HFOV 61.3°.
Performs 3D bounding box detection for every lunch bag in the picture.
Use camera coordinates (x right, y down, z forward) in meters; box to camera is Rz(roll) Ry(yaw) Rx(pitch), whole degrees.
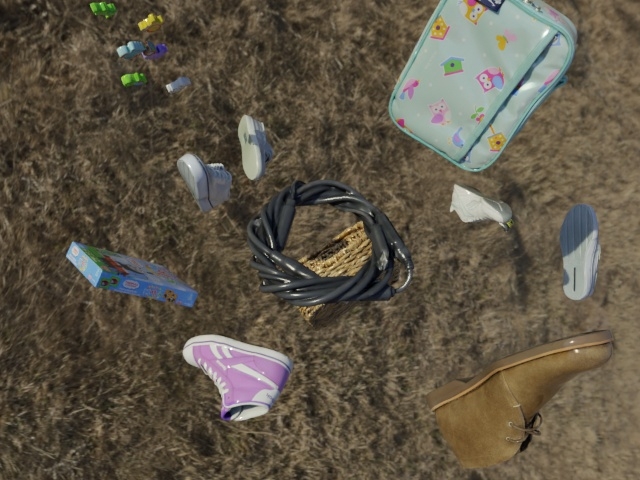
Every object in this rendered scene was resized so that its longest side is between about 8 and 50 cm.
[{"bbox_3d":[0.257,-0.263,0.863,0.224,0.279,0.108,37,40,9],"label":"lunch bag"}]

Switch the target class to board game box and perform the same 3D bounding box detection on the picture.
[{"bbox_3d":[-0.373,0.069,1.076,0.211,0.160,0.039,23,92,-47],"label":"board game box"}]

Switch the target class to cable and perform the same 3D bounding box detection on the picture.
[{"bbox_3d":[0.000,0.000,0.543,0.150,0.047,0.185,-14,43,-11],"label":"cable"}]

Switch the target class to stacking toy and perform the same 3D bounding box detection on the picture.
[{"bbox_3d":[-0.381,-0.403,1.149,0.167,0.052,0.221,66,24,-5],"label":"stacking toy"}]

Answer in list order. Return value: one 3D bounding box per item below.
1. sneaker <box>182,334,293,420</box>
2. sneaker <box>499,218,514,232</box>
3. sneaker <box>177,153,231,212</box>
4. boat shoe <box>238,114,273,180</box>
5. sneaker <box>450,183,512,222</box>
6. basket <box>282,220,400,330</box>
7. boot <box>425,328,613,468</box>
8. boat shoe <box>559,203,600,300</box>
[{"bbox_3d":[-0.215,0.304,1.188,0.161,0.281,0.102,-63,144,-37],"label":"sneaker"},{"bbox_3d":[0.500,-0.045,1.445,0.031,0.035,0.083,58,20,-4],"label":"sneaker"},{"bbox_3d":[-0.242,-0.135,1.162,0.091,0.258,0.094,-32,86,-11],"label":"sneaker"},{"bbox_3d":[-0.167,-0.252,1.471,0.081,0.079,0.228,9,48,-30],"label":"boat shoe"},{"bbox_3d":[0.296,-0.056,1.003,0.053,0.152,0.061,6,110,-25],"label":"sneaker"},{"bbox_3d":[0.037,0.067,1.471,0.299,0.213,0.223,-31,66,-2],"label":"basket"},{"bbox_3d":[0.253,0.201,0.673,0.112,0.305,0.115,-1,59,-27],"label":"boot"},{"bbox_3d":[0.618,0.027,1.282,0.075,0.083,0.227,2,95,-43],"label":"boat shoe"}]
